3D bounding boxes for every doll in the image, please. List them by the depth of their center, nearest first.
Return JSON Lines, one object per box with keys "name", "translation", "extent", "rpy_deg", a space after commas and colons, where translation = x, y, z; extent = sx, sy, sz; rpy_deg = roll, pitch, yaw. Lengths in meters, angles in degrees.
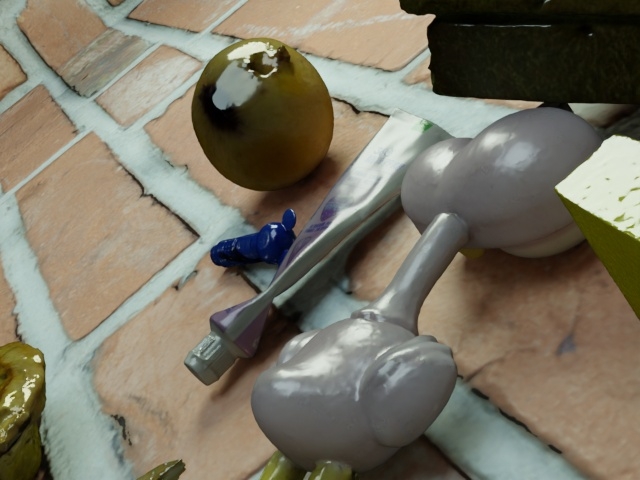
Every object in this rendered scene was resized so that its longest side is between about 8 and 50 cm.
{"name": "doll", "translation": [0.066, 0.029, 0.596], "extent": [0.365, 0.094, 0.160], "rpy_deg": [-48, 20, -23]}

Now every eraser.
{"name": "eraser", "translation": [0.175, 0.018, 0.441], "extent": [0.045, 0.122, 0.097], "rpy_deg": [-40, 25, -1]}

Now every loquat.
{"name": "loquat", "translation": [-0.057, -0.124, 0.938], "extent": [0.163, 0.163, 0.137], "rpy_deg": [-3, 33, 49]}

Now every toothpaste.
{"name": "toothpaste", "translation": [0.000, 0.000, 0.776], "extent": [0.301, 0.048, 0.075], "rpy_deg": [-47, 28, -19]}

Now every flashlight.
{"name": "flashlight", "translation": [-0.057, 0.008, 0.855], "extent": [0.121, 0.035, 0.057], "rpy_deg": [-13, 69, 50]}

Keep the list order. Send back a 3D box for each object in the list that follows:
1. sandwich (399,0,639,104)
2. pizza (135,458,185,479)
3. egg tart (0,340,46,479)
{"name": "sandwich", "translation": [0.195, -0.157, 0.649], "extent": [0.292, 0.109, 0.212], "rpy_deg": [0, 15, 0]}
{"name": "pizza", "translation": [-0.177, 0.247, 0.611], "extent": [0.262, 0.034, 0.181], "rpy_deg": [-44, 27, -12]}
{"name": "egg tart", "translation": [-0.314, 0.191, 0.797], "extent": [0.241, 0.106, 0.241], "rpy_deg": [-30, 24, 15]}
